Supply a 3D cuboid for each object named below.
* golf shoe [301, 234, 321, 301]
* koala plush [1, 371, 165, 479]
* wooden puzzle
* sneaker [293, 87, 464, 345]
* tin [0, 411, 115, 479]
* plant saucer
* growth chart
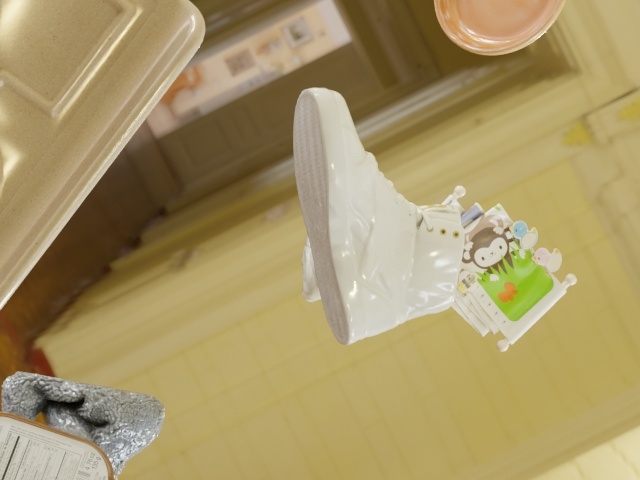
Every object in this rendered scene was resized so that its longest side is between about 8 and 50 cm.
[{"bbox_3d":[0.000,0.000,1.647,0.069,0.086,0.176,26,45,-19],"label":"golf shoe"},{"bbox_3d":[-0.323,0.306,1.730,0.196,0.203,0.221,33,65,-67],"label":"koala plush"},{"bbox_3d":[-0.320,-0.156,1.030,0.348,0.322,0.080,37,1,-12],"label":"wooden puzzle"},{"bbox_3d":[0.071,-0.043,1.444,0.108,0.169,0.293,-149,-133,-66],"label":"sneaker"},{"bbox_3d":[-0.326,0.260,1.452,0.040,0.189,0.106,123,-16,-57],"label":"tin"},{"bbox_3d":[0.249,-0.343,1.729,0.037,0.200,0.200,19,39,-55],"label":"plant saucer"},{"bbox_3d":[0.228,0.036,1.757,0.237,0.172,0.021,39,-2,-15],"label":"growth chart"}]
